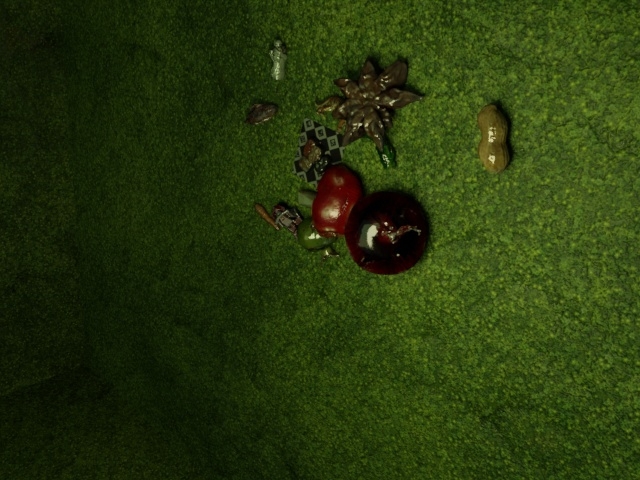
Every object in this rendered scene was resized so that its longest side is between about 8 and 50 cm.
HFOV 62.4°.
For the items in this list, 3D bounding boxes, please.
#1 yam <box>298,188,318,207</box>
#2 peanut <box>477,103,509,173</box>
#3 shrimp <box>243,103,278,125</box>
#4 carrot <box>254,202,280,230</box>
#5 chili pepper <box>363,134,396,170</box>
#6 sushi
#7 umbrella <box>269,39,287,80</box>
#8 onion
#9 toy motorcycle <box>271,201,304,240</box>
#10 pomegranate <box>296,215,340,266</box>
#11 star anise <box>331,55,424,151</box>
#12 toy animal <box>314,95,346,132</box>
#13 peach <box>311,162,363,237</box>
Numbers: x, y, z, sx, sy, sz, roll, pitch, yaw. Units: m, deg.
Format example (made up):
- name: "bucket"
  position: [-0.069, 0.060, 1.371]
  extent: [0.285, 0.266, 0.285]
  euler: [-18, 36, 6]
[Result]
- name: "yam"
  position: [-0.011, -0.146, 1.959]
  extent: [0.170, 0.068, 0.068]
  euler: [18, 114, 37]
- name: "peanut"
  position: [0.479, -0.282, 1.471]
  extent: [0.089, 0.089, 0.192]
  euler: [2, 99, 42]
- name: "shrimp"
  position: [-0.242, -0.492, 2.074]
  extent: [0.190, 0.073, 0.074]
  euler: [-19, 84, 39]
- name: "carrot"
  position: [-0.221, -0.095, 2.189]
  extent: [0.165, 0.036, 0.035]
  euler: [48, 129, 19]
- name: "chili pepper"
  position: [0.190, -0.314, 1.743]
  extent: [0.182, 0.050, 0.073]
  euler: [55, 141, 20]
- name: "sushi"
  position: [-0.024, -0.308, 1.940]
  extent: [0.220, 0.047, 0.231]
  euler: [33, 122, 31]
- name: "umbrella"
  position: [-0.156, -0.666, 1.951]
  extent: [0.062, 0.067, 0.143]
  euler: [-106, 15, -62]
- name: "onion"
  position: [0.208, -0.022, 1.658]
  extent: [0.273, 0.285, 0.272]
  euler: [0, 92, -1]
- name: "toy motorcycle"
  position: [-0.112, -0.071, 2.039]
  extent: [0.082, 0.122, 0.213]
  euler: [-48, 70, 25]
- name: "pomegranate"
  position: [0.000, 0.000, 1.941]
  extent: [0.152, 0.131, 0.191]
  euler: [-17, 107, 7]
- name: "star anise"
  position: [0.167, -0.425, 1.663]
  extent: [0.316, 0.108, 0.315]
  euler: [-5, 79, 27]
- name: "toy animal"
  position: [0.068, -0.433, 1.806]
  extent: [0.099, 0.057, 0.241]
  euler: [-45, 59, 1]
- name: "peach"
  position: [0.071, -0.145, 1.795]
  extent: [0.154, 0.159, 0.267]
  euler: [13, 75, 23]
